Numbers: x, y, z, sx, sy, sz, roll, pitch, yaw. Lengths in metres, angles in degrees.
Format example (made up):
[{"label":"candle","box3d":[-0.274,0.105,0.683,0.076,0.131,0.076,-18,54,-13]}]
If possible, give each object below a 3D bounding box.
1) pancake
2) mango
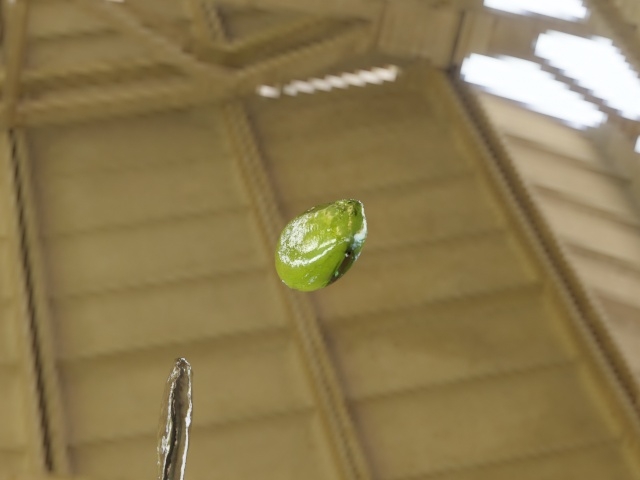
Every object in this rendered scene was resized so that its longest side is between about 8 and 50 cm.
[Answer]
[{"label":"pancake","box3d":[-0.128,0.231,1.661,0.031,0.250,0.250,2,-151,-3]},{"label":"mango","box3d":[0.000,0.000,2.066,0.074,0.165,0.091,18,-120,-14]}]
